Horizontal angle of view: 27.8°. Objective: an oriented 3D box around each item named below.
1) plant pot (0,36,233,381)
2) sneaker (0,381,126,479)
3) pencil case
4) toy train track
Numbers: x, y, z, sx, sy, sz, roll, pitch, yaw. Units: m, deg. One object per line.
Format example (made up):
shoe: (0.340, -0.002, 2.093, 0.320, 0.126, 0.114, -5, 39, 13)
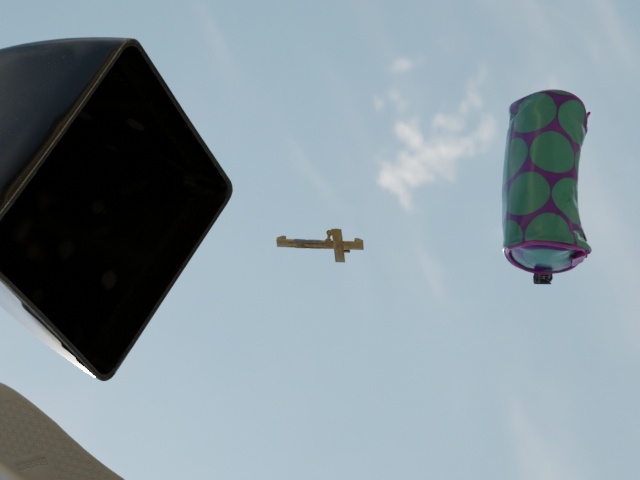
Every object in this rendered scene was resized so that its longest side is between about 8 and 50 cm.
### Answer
plant pot: (-0.209, -0.037, 0.961, 0.188, 0.167, 0.187, -59, -35, -21)
sneaker: (-0.238, 0.262, 1.129, 0.296, 0.147, 0.104, 47, -146, -7)
pencil case: (0.180, -0.046, 1.025, 0.070, 0.064, 0.151, 10, -120, -5)
toy train track: (0.000, 0.000, 1.230, 0.048, 0.083, 0.014, 83, -168, -48)
